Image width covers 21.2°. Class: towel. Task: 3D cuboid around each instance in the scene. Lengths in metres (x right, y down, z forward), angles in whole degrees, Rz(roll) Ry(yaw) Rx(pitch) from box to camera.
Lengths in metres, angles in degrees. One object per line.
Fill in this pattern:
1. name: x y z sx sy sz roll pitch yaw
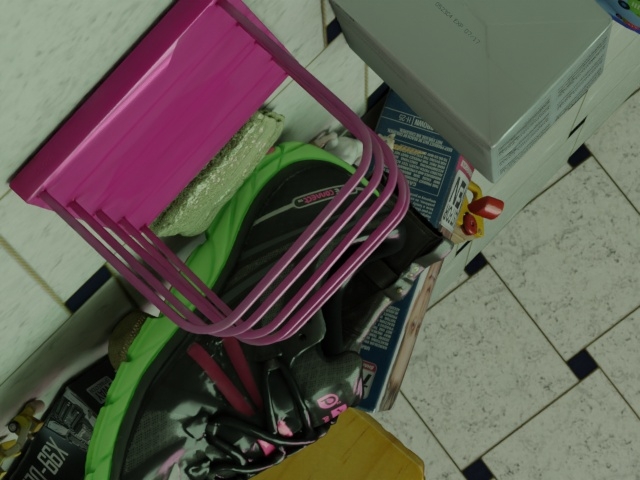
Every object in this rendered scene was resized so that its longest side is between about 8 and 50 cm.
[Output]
1. towel: -0.090 -0.059 1.525 0.148 0.027 0.110 -48 169 12

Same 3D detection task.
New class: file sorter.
1. file sorter: -0.058 -0.039 1.285 0.202 0.182 0.290 -47 170 3

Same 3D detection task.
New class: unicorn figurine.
1. unicorn figurine: 0.013 -0.077 1.817 0.162 0.060 0.111 -29 174 24

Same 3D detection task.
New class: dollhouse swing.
1. dollhouse swing: -0.013 0.315 2.460 0.315 0.347 0.305 -50 179 17

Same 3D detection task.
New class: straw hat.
1. straw hat: -0.177 0.107 1.708 0.144 0.061 0.144 -53 158 -33

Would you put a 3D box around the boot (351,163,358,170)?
1. boot: 0.000 0.000 1.964 0.190 0.086 0.069 -43 170 -17

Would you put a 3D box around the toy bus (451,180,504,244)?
1. toy bus: 0.122 -0.063 2.168 0.202 0.191 0.104 115 -22 -64

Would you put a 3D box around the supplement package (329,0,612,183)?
1. supplement package: 0.131 -0.178 1.480 0.149 0.194 0.203 -45 171 0

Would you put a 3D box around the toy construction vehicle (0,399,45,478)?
1. toy construction vehicle: -0.302 0.201 1.654 0.098 0.035 0.086 -48 170 9

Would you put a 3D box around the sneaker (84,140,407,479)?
1. sneaker: -0.071 0.138 1.604 0.483 0.202 0.185 -63 168 -8

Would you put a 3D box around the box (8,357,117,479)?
1. box: -0.238 0.223 1.890 0.242 0.076 0.307 -34 164 -52

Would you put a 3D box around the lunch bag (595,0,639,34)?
1. lunch bag: 0.277 -0.266 1.450 0.138 0.293 0.221 -45 170 -10

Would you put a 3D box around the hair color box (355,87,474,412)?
1. hair color box: 0.081 0.015 1.930 0.174 0.105 0.347 22 87 -79

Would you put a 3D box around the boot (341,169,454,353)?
1. boot: 0.010 0.026 1.780 0.091 0.263 0.229 25 99 -45
